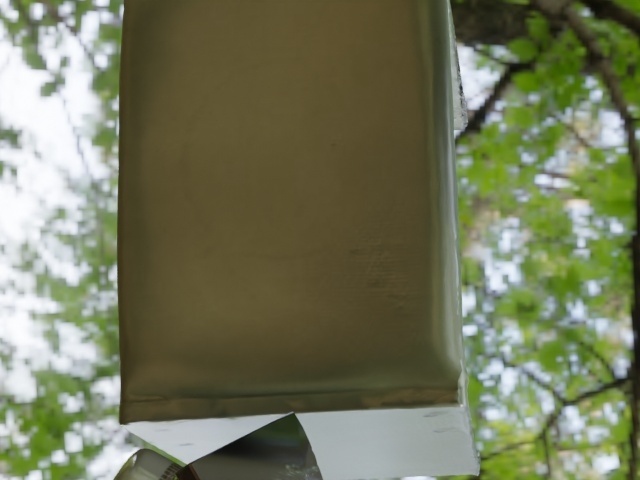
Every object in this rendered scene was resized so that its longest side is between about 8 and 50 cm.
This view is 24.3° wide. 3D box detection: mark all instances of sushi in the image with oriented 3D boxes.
[{"bbox_3d":[-0.030,0.119,0.507,0.083,0.056,0.084,-37,-102,37],"label":"sushi"}]

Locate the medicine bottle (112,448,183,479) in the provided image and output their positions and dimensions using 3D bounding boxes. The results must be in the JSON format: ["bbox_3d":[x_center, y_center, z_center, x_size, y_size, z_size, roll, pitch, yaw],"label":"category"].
[{"bbox_3d":[-0.040,0.158,0.659,0.079,0.140,0.079,-61,176,-7],"label":"medicine bottle"}]

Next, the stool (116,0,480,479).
[{"bbox_3d":[0.000,0.000,0.836,0.269,0.170,0.243,61,27,-72],"label":"stool"}]
